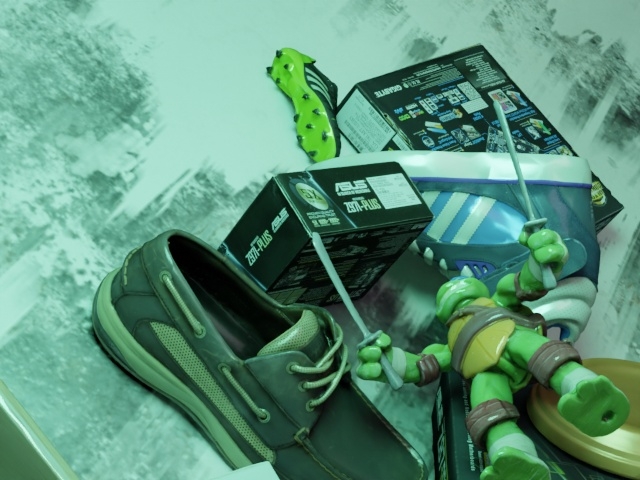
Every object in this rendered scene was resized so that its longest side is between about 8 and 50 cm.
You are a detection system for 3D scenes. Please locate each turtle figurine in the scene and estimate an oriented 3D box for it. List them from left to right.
[{"bbox_3d":[0.128,0.075,1.201,0.197,0.275,0.266,-17,36,-11],"label":"turtle figurine"}]

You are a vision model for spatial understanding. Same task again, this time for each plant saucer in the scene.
[{"bbox_3d":[0.292,0.159,1.291,0.200,0.037,0.200,8,20,-3],"label":"plant saucer"}]

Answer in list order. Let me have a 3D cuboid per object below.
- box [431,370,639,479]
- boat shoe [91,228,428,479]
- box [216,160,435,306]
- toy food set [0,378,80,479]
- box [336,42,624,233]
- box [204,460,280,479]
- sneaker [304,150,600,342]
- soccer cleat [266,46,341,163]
[{"bbox_3d":[0.264,0.244,1.245,0.318,0.097,0.395,11,21,0],"label":"box"},{"bbox_3d":[-0.042,0.125,1.258,0.355,0.130,0.132,36,38,-5],"label":"boat shoe"},{"bbox_3d":[0.000,0.000,1.403,0.180,0.147,0.077,-10,59,-43],"label":"box"},{"bbox_3d":[-0.202,0.194,0.988,0.306,0.220,0.092,48,39,11],"label":"toy food set"},{"bbox_3d":[0.201,-0.096,1.723,0.293,0.073,0.295,51,39,12],"label":"box"},{"bbox_3d":[-0.080,0.249,1.130,0.102,0.101,0.087,-10,59,-46],"label":"box"},{"bbox_3d":[0.140,0.026,1.513,0.322,0.236,0.130,0,-2,8],"label":"sneaker"},{"bbox_3d":[-0.003,-0.158,1.629,0.072,0.060,0.179,6,46,-37],"label":"soccer cleat"}]
